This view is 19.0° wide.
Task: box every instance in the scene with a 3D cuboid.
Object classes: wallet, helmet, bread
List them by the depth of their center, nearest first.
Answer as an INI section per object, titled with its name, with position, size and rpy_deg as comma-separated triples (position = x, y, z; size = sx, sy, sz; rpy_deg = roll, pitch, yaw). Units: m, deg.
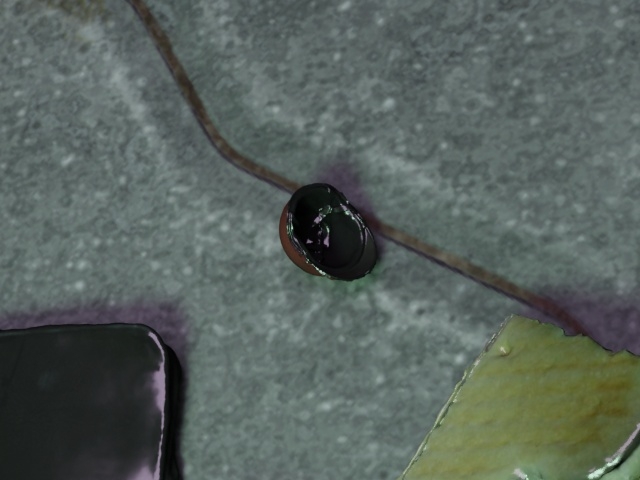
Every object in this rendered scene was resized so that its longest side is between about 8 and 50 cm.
[bread]
position = 0.144, 0.129, 1.326
size = 0.232, 0.064, 0.172
rpy_deg = -29, 42, 22
[wallet]
position = -0.204, 0.247, 1.428
size = 0.197, 0.051, 0.377
rpy_deg = -3, 69, 19
[helmet]
position = 0.000, 0.002, 1.459
size = 0.065, 0.049, 0.084
rpy_deg = -31, 84, -33
